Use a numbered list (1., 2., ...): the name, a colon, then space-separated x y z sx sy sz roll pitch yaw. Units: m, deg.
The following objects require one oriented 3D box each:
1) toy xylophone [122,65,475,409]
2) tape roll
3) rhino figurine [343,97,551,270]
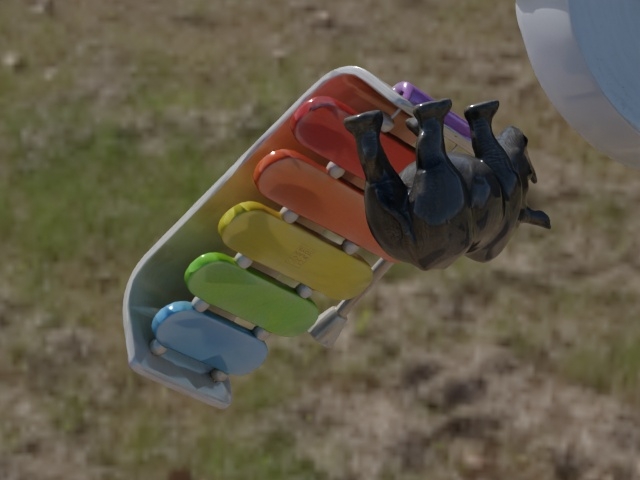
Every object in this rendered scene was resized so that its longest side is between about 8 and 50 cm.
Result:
1. toy xylophone: 0.000 0.000 1.398 0.236 0.322 0.081 19 31 -40
2. tape roll: 0.292 -0.186 1.329 0.286 0.286 0.100 -5 1 -14
3. rhino figurine: 0.097 -0.037 1.199 0.073 0.106 0.243 -11 -2 27
